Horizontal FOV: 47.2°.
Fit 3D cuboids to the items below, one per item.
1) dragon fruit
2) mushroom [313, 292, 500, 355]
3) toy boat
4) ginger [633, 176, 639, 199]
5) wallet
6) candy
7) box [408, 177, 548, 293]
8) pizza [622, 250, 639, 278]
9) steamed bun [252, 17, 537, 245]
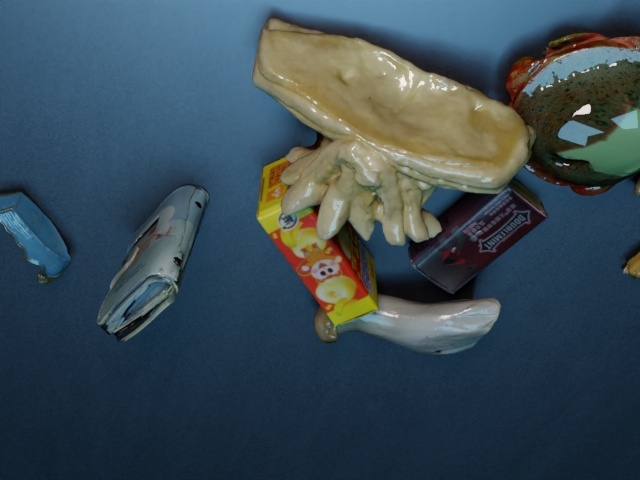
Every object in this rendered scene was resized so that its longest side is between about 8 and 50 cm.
[{"bbox_3d":[0.417,-0.189,1.109,0.295,0.130,0.269,11,122,-8],"label":"dragon fruit"},{"bbox_3d":[0.152,0.140,1.359,0.328,0.122,0.159,4,135,0],"label":"mushroom"},{"bbox_3d":[-0.507,0.000,1.275,0.077,0.075,0.186,-21,129,12],"label":"toy boat"},{"bbox_3d":[0.600,-0.118,1.207,0.173,0.051,0.069,-23,128,19],"label":"ginger"},{"bbox_3d":[-0.266,0.034,1.192,0.075,0.250,0.176,39,119,-22],"label":"wallet"},{"bbox_3d":[0.000,0.000,1.237,0.088,0.146,0.276,-23,123,16],"label":"candy"},{"bbox_3d":[0.270,-0.013,1.276,0.120,0.069,0.224,35,119,-24],"label":"box"},{"bbox_3d":[0.659,0.072,1.341,0.154,0.069,0.194,-34,119,22],"label":"pizza"},{"bbox_3d":[0.080,-0.128,1.067,0.427,0.247,0.189,19,146,0],"label":"steamed bun"}]
